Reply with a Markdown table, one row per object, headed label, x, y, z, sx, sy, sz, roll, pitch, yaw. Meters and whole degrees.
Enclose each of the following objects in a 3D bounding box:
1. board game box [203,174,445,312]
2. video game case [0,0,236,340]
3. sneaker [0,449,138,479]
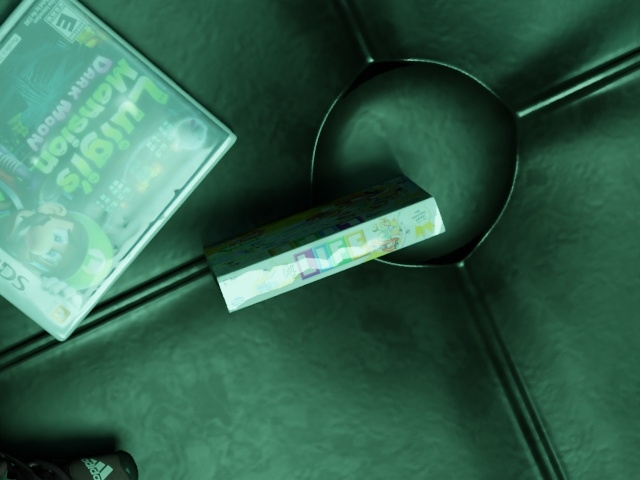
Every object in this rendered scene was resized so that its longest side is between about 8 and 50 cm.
| label | x | y | z | sx | sy | sz | roll | pitch | yaw |
| --- | --- | --- | --- | --- | --- | --- | --- | --- | --- |
| board game box | 0.000 | 0.000 | 1.295 | 0.154 | 0.103 | 0.026 | -20 | 103 | -5 |
| video game case | -0.183 | -0.055 | 1.297 | 0.173 | 0.022 | 0.190 | 40 | 93 | -14 |
| sneaker | -0.206 | 0.153 | 1.272 | 0.162 | 0.106 | 0.281 | -21 | 137 | -16 |
